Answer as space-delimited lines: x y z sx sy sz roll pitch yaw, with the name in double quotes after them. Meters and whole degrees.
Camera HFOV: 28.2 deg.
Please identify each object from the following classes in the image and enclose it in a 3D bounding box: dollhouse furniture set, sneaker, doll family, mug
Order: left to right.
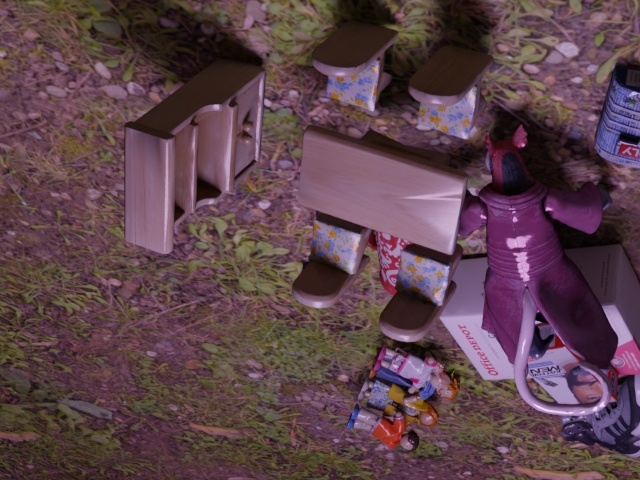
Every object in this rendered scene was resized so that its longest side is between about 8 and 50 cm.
-0.018 -0.073 1.629 0.394 0.256 0.362 19 126 18 "dollhouse furniture set"
0.115 -0.005 1.917 0.150 0.113 0.169 3 142 15 "mug"
0.164 0.271 2.329 0.163 0.118 0.263 22 129 1 "doll family"
0.496 0.295 2.211 0.153 0.101 0.268 5 148 10 "sneaker"

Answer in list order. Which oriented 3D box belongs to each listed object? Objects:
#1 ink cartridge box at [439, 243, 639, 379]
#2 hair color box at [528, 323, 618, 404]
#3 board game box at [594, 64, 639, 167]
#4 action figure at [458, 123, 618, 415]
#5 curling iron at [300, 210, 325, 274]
0.356 0.119 1.992 0.283 0.117 0.207 -7 142 29 "ink cartridge box"
0.373 0.190 1.935 0.093 0.053 0.167 -16 138 36 "hair color box"
0.455 -0.127 1.640 0.194 0.060 0.194 10 146 8 "board game box"
0.265 0.021 1.733 0.248 0.275 0.370 -7 121 22 "action figure"
0.000 0.000 2.035 0.068 0.035 0.274 10 147 7 "curling iron"
